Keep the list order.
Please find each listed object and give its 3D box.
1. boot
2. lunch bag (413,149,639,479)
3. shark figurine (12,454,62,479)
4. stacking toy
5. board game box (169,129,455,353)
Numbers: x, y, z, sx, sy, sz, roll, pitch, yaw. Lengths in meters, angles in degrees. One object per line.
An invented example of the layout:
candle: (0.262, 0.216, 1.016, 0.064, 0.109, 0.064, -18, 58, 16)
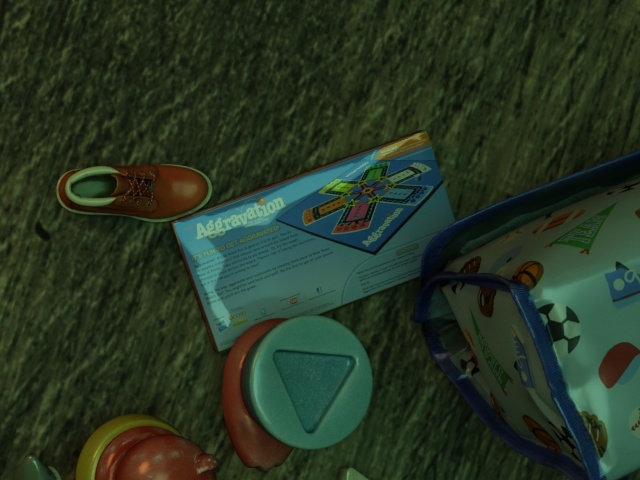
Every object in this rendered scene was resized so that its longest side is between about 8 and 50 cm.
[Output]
boot: (-0.183, -0.049, 1.669, 0.157, 0.084, 0.059, -3, 86, -11)
lunch bag: (0.285, 0.048, 1.590, 0.327, 0.385, 0.239, -22, 96, -10)
shark figurine: (-0.212, 0.339, 1.547, 0.278, 0.166, 0.116, 44, 51, -1)
stacking toy: (-0.043, 0.237, 1.614, 0.309, 0.130, 0.279, -37, 101, -23)
board game box: (0.000, 0.000, 1.717, 0.281, 0.027, 0.145, -20, 100, -10)
